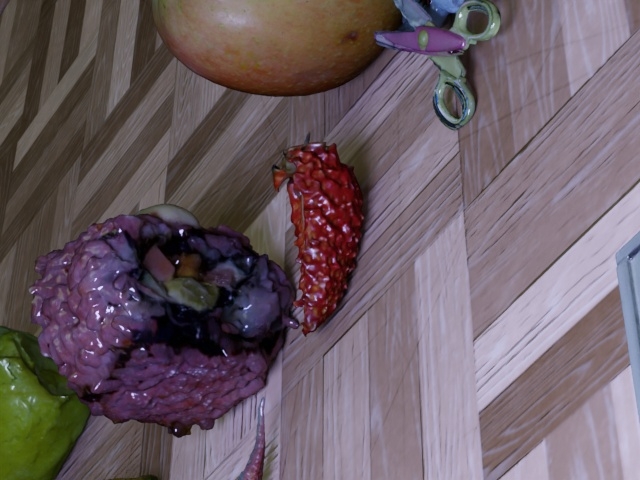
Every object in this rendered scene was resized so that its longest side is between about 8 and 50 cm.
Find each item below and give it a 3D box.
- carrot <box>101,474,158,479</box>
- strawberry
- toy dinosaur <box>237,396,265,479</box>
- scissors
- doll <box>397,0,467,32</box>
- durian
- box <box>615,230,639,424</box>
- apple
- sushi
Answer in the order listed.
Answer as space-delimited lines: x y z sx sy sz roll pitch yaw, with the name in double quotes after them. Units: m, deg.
-0.236 0.343 2.134 0.082 0.082 0.173 -33 42 53 "carrot"
0.005 -0.002 1.965 0.167 0.087 0.208 128 136 -79 "strawberry"
-0.083 0.282 1.890 0.242 0.053 0.167 -66 23 0 "toy dinosaur"
0.112 -0.200 1.894 0.187 0.020 0.133 39 118 49 "scissors"
0.116 -0.267 1.962 0.180 0.075 0.120 -34 40 53 "doll"
-0.430 0.248 2.545 0.256 0.204 0.339 -81 14 -65 "durian"
0.308 0.047 1.163 0.225 0.117 0.225 -48 29 38 "box"
-0.033 -0.311 2.094 0.319 0.277 0.319 -161 90 -78 "apple"
-0.170 0.068 2.016 0.171 0.270 0.236 -39 47 42 "sushi"
